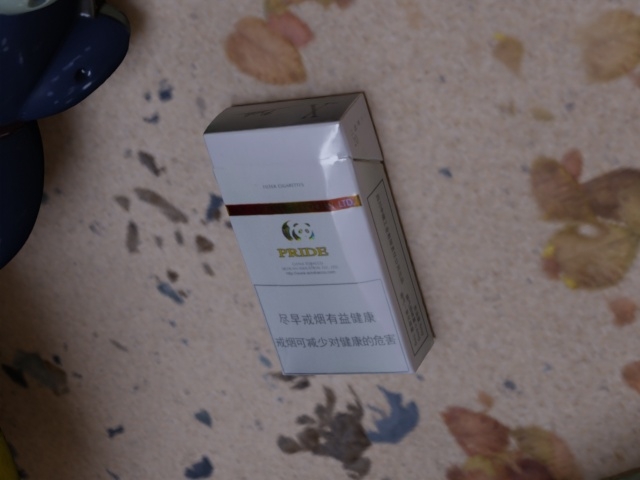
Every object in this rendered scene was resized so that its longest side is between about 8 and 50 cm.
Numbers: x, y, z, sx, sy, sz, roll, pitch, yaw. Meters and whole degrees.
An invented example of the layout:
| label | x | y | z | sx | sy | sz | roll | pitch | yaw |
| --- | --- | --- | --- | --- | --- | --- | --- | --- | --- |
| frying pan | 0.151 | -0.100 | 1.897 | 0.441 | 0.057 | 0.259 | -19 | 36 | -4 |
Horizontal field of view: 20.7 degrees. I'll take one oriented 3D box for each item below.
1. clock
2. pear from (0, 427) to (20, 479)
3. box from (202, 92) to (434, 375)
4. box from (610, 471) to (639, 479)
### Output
| label | x | y | z | sx | sy | sz | roll | pitch | yaw |
| --- | --- | --- | --- | --- | --- | --- | --- | --- | --- |
| clock | -0.215 | -0.080 | 0.926 | 0.200 | 0.146 | 0.243 | 18 | 126 | -7 |
| pear | -0.349 | 0.188 | 1.023 | 0.362 | 0.362 | 0.418 | 34 | 147 | 3 |
| box | 0.000 | 0.000 | 0.939 | 0.084 | 0.040 | 0.154 | -2 | 118 | 30 |
| box | 0.178 | 0.280 | 0.948 | 0.221 | 0.166 | 0.290 | -28 | 104 | 37 |
